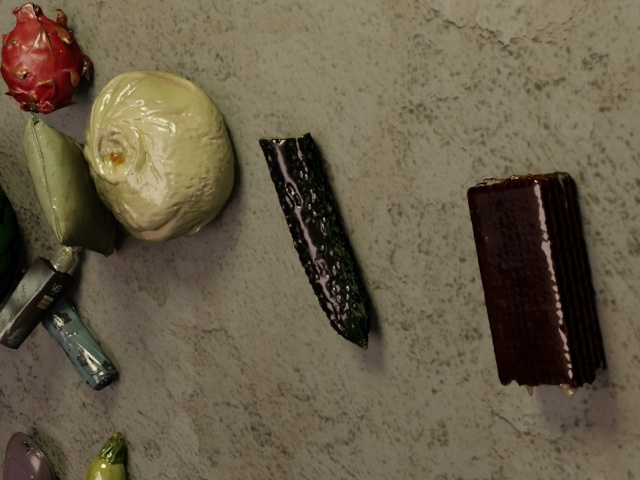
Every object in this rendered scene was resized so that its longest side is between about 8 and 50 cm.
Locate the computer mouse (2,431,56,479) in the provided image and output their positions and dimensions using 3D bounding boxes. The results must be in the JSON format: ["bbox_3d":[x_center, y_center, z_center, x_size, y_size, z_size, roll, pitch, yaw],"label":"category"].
[{"bbox_3d":[-0.505,0.434,2.176,0.120,0.057,0.232,32,123,32],"label":"computer mouse"}]

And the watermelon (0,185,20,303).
[{"bbox_3d":[-0.652,0.014,2.003,0.363,0.363,0.363,12,108,39],"label":"watermelon"}]

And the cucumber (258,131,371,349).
[{"bbox_3d":[-0.001,0.001,1.609,0.072,0.072,0.300,-21,87,43],"label":"cucumber"}]

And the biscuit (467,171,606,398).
[{"bbox_3d":[0.241,0.050,1.408,0.106,0.070,0.252,-7,96,43],"label":"biscuit"}]

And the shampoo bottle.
[{"bbox_3d":[-0.439,0.074,1.980,0.063,0.057,0.207,40,94,26],"label":"shampoo bottle"}]

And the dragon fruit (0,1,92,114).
[{"bbox_3d":[-0.413,-0.269,1.877,0.136,0.133,0.165,-16,92,1],"label":"dragon fruit"}]

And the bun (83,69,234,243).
[{"bbox_3d":[-0.238,-0.108,1.742,0.244,0.153,0.243,16,113,43],"label":"bun"}]

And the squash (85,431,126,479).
[{"bbox_3d":[-0.337,0.414,2.016,0.094,0.094,0.224,13,101,39],"label":"squash"}]

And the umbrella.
[{"bbox_3d":[-0.409,0.138,2.020,0.250,0.052,0.053,48,136,21],"label":"umbrella"}]

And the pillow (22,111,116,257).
[{"bbox_3d":[-0.353,-0.071,1.798,0.075,0.302,0.184,-16,86,1],"label":"pillow"}]
